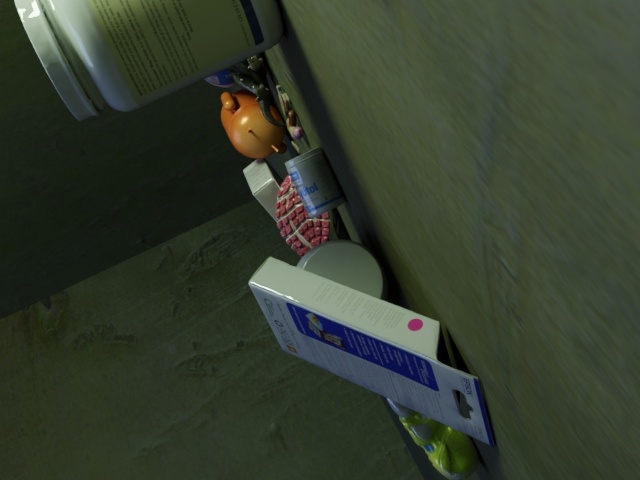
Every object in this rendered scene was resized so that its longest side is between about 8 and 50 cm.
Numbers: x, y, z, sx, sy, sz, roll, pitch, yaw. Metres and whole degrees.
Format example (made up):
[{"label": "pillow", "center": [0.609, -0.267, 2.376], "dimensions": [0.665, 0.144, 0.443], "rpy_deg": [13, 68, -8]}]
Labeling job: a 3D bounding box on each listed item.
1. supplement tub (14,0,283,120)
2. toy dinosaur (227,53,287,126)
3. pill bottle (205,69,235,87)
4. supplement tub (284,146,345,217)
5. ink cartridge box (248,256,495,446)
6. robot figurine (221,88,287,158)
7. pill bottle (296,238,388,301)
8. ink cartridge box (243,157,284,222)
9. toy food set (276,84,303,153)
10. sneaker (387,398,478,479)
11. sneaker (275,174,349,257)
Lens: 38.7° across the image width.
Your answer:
[{"label": "supplement tub", "center": [-0.241, -0.328, 1.303], "dimensions": [0.235, 0.325, 0.235], "rpy_deg": [155, 90, -86]}, {"label": "toy dinosaur", "center": [-0.158, -0.356, 1.796], "dimensions": [0.313, 0.121, 0.160], "rpy_deg": [35, -167, -19]}, {"label": "pill bottle", "center": [-0.215, -0.407, 1.988], "dimensions": [0.221, 0.124, 0.124], "rpy_deg": [100, 144, -85]}, {"label": "supplement tub", "center": [-0.009, -0.099, 1.569], "dimensions": [0.107, 0.071, 0.071], "rpy_deg": [64, 176, -4]}, {"label": "ink cartridge box", "center": [0.078, 0.149, 1.253], "dimensions": [0.371, 0.069, 0.176], "rpy_deg": [22, 150, 34]}, {"label": "robot figurine", "center": [-0.150, -0.263, 2.048], "dimensions": [0.219, 0.128, 0.158], "rpy_deg": [-119, 19, -57]}, {"label": "pill bottle", "center": [0.030, 0.083, 1.527], "dimensions": [0.278, 0.162, 0.162], "rpy_deg": [91, 153, -82]}, {"label": "ink cartridge box", "center": [-0.041, -0.025, 2.030], "dimensions": [0.296, 0.066, 0.261], "rpy_deg": [49, -174, -30]}, {"label": "toy food set", "center": [-0.053, -0.231, 1.725], "dimensions": [0.078, 0.019, 0.122], "rpy_deg": [-122, 15, -59]}, {"label": "sneaker", "center": [0.167, 0.280, 1.478], "dimensions": [0.240, 0.091, 0.126], "rpy_deg": [63, 177, 14]}, {"label": "sneaker", "center": [0.000, 0.000, 1.839], "dimensions": [0.112, 0.121, 0.299], "rpy_deg": [-30, -76, -63]}]
